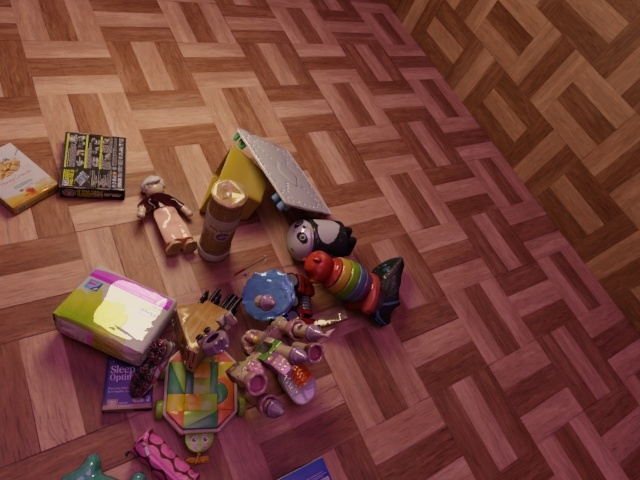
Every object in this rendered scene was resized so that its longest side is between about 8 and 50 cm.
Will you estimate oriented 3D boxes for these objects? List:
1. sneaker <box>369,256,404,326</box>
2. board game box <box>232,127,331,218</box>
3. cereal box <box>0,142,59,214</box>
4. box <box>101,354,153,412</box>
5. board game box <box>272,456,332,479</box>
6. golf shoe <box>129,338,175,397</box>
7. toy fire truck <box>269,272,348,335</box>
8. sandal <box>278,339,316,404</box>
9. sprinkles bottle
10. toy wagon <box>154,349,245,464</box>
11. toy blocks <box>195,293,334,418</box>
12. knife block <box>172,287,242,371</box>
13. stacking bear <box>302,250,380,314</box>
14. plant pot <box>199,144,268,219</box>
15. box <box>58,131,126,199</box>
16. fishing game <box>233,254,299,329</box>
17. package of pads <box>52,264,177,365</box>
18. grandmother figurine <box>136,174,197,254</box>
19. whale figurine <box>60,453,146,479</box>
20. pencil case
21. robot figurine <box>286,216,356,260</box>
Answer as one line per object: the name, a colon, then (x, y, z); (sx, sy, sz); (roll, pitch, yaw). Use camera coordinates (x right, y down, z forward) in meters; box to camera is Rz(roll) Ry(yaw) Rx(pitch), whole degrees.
sneaker: (0.267, 0.200, 1.864); (0.140, 0.125, 0.341); (54, 46, -18)
board game box: (-0.151, -0.261, 1.881); (0.390, 0.050, 0.390); (56, 20, 18)
cereal box: (-1.066, -0.217, 1.581); (0.240, 0.047, 0.173); (38, 51, 4)
box: (-0.578, 0.400, 1.388); (0.136, 0.036, 0.225); (4, 55, -21)
board game box: (-0.163, 0.713, 1.231); (0.347, 0.233, 0.078); (-13, 64, -31)
golf shoe: (-0.489, 0.380, 1.348); (0.067, 0.086, 0.186); (29, 86, 23)
toy fire truck: (-0.043, 0.240, 1.676); (0.246, 0.158, 0.217); (18, 54, -34)
sandal: (-0.101, 0.446, 1.545); (0.101, 0.076, 0.265); (-23, 48, -22)
sprinkles bottle: (-0.348, -0.060, 1.593); (0.121, 0.355, 0.121); (11, 54, -16)
toy wagon: (-0.363, 0.492, 1.397); (0.267, 0.068, 0.345); (6, 56, -20)
toy blocks: (-0.135, 0.327, 1.342); (0.288, 0.260, 0.309); (-43, 113, -29)
knife block: (-0.344, 0.274, 1.484); (0.242, 0.088, 0.276); (-3, 38, -31)
stacking bear: (0.065, 0.136, 1.685); (0.289, 0.175, 0.164); (30, 78, -27)
plant pot: (-0.331, -0.206, 1.809); (0.187, 0.212, 0.212); (26, 51, -20)
box: (-0.847, -0.282, 1.715); (0.216, 0.060, 0.270); (0, 58, -23)
fishing game: (-0.178, 0.187, 1.578); (0.189, 0.041, 0.264); (-32, 70, -6)
package of pads: (-0.629, 0.231, 1.412); (0.296, 0.101, 0.229); (24, 43, -2)
grandmother figurine: (-0.583, -0.105, 1.693); (0.207, 0.104, 0.343); (3, 50, -52)
whale figurine: (-0.538, 0.670, 1.154); (0.272, 0.141, 0.216); (46, 53, 11)
pencil case: (-0.430, 0.620, 1.263); (0.209, 0.098, 0.095); (39, 51, 4)
robot figurine: (0.001, 0.000, 1.820); (0.278, 0.209, 0.174); (2, 96, -23)
